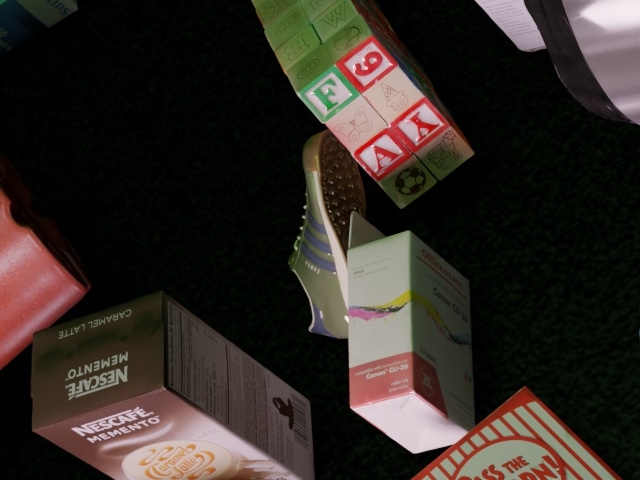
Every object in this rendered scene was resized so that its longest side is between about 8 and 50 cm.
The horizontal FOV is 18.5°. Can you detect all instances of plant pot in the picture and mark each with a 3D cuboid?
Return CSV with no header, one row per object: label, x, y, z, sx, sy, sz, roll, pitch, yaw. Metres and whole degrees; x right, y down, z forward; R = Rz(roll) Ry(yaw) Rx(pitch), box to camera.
plant pot,-0.394,0.045,1.981,0.265,0.272,0.272,-37,49,1

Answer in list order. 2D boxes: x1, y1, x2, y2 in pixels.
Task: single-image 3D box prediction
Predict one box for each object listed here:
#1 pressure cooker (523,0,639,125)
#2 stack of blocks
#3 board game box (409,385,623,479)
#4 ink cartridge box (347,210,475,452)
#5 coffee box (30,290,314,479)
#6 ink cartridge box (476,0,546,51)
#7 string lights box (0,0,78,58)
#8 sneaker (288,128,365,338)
pressure cooker,0.398,-0.291,1.561,0.420,0.375,0.369,-7,76,31
stack of blocks,0.024,-0.182,1.869,0.087,0.171,0.297,-38,36,10
board game box,0.170,0.226,1.569,0.147,0.045,0.193,-39,46,-7
ink cartridge box,0.080,0.072,1.723,0.067,0.115,0.198,-18,56,26
coffee box,-0.127,0.153,1.729,0.141,0.246,0.098,-20,54,24
ink cartridge box,0.148,-0.393,1.804,0.071,0.330,0.324,-9,60,30
string lights box,-0.415,-0.266,2.281,0.260,0.077,0.133,-29,52,17
sneaker,0.000,0.000,1.818,0.086,0.064,0.192,-18,86,39
